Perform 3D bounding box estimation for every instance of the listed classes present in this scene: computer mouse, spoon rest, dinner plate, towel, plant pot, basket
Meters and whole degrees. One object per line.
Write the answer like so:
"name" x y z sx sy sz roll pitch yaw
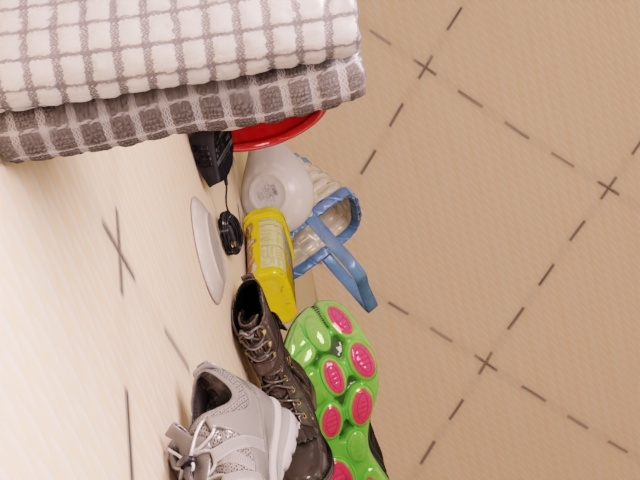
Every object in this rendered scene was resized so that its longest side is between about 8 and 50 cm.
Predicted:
"computer mouse" -0.144 -0.076 1.444 0.071 0.041 0.242 -65 156 -50
"spoon rest" -0.099 -0.145 1.816 0.276 0.137 0.084 70 20 -1
"dinner plate" -0.139 0.011 1.320 0.141 0.017 0.141 -12 90 -89
"towel" -0.105 -0.195 0.671 0.121 0.235 0.284 80 0 -62
"plant pot" -0.101 -0.243 1.503 0.191 0.191 0.174 70 3 -71
"basket" 0.000 0.000 1.959 0.289 0.201 0.255 45 -9 21

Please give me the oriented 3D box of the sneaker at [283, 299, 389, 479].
"sneaker" 0.018 0.336 1.867 0.202 0.185 0.483 -148 -134 -68

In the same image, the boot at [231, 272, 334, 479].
"boot" -0.066 0.197 1.424 0.263 0.091 0.229 -106 176 -53

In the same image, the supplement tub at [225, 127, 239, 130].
"supplement tub" -0.132 -0.247 1.290 0.200 0.144 0.144 73 5 -56

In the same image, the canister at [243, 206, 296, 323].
"canister" -0.083 0.043 1.734 0.170 0.073 0.126 -97 174 -52

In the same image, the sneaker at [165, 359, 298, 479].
"sneaker" -0.093 0.204 0.857 0.115 0.105 0.281 45 15 -16
